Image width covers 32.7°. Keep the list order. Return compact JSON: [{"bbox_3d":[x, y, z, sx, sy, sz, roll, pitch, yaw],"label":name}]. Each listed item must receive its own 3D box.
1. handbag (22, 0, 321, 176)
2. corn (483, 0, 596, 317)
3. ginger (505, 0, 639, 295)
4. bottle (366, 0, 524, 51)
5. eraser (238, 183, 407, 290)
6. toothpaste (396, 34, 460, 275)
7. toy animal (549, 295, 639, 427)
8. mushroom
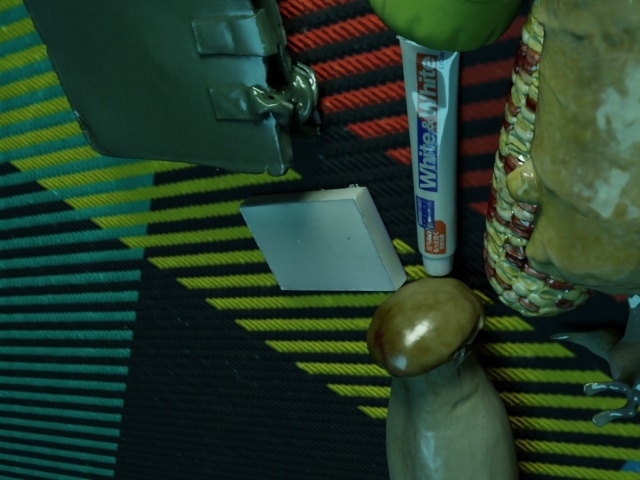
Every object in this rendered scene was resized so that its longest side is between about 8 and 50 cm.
[{"bbox_3d":[-0.135,-0.184,0.929,0.260,0.079,0.247,9,131,35],"label":"handbag"},{"bbox_3d":[0.171,-0.070,0.748,0.098,0.098,0.290,24,134,23],"label":"corn"},{"bbox_3d":[0.183,-0.114,0.588,0.190,0.126,0.354,-12,125,6],"label":"ginger"},{"bbox_3d":[0.104,-0.238,0.638,0.112,0.112,0.260,34,140,12],"label":"bottle"},{"bbox_3d":[0.000,0.000,1.021,0.150,0.023,0.104,-2,123,42],"label":"eraser"},{"bbox_3d":[0.091,-0.065,0.877,0.052,0.033,0.218,13,128,26],"label":"toothpaste"},{"bbox_3d":[0.235,0.095,0.844,0.155,0.095,0.219,-1,123,37],"label":"toy animal"},{"bbox_3d":[0.117,0.185,1.006,0.128,0.128,0.350,13,134,33],"label":"mushroom"}]
